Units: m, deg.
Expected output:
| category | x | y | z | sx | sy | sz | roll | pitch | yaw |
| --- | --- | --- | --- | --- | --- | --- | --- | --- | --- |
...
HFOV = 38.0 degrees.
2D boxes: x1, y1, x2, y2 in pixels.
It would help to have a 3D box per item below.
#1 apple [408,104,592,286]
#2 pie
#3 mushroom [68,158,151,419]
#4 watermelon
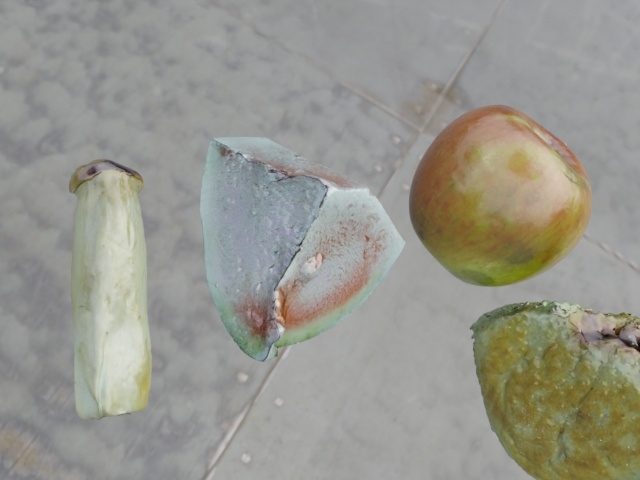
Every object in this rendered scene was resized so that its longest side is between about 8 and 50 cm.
| category | x | y | z | sx | sy | sz | roll | pitch | yaw |
| --- | --- | --- | --- | --- | --- | --- | --- | --- | --- |
| apple | 0.329 | -0.079 | 1.745 | 0.339 | 0.339 | 0.339 | 15 | 47 | -17 |
| pie | 0.493 | 0.298 | 1.809 | 0.418 | 0.395 | 0.180 | 8 | 22 | 22 |
| mushroom | -0.253 | 0.058 | 1.130 | 0.100 | 0.081 | 0.312 | 0 | 87 | -39 |
| watermelon | 0.000 | 0.000 | 1.205 | 0.289 | 0.214 | 0.320 | 8 | 62 | -25 |
